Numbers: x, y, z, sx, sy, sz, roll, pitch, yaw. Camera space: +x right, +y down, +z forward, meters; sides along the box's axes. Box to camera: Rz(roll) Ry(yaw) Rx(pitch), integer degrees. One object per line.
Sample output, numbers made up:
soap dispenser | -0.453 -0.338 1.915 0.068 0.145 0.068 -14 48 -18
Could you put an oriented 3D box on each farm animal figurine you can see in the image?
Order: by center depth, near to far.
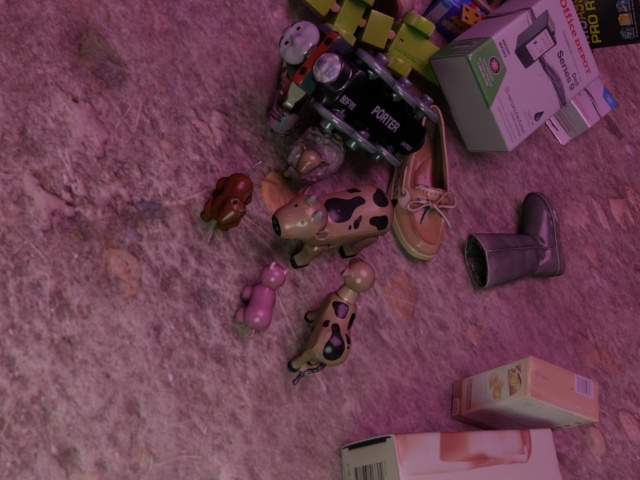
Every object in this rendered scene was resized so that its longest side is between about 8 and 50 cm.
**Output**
farm animal figurine | 0.000 0.000 1.199 0.327 0.172 0.330 -33 88 -38

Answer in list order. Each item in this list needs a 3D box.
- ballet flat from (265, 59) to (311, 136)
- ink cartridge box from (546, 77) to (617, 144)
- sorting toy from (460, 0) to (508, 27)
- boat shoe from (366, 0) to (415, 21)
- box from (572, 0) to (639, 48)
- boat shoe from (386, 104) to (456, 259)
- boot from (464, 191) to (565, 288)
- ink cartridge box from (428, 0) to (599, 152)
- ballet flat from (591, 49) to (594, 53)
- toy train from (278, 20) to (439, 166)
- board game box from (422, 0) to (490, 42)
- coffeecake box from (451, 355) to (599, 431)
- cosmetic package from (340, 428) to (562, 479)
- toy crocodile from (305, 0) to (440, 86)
ballet flat | -0.035 -0.275 1.363 0.077 0.079 0.221 27 56 -15
ink cartridge box | 0.567 -0.295 1.754 0.180 0.060 0.104 -36 90 -37
sorting toy | 0.376 -0.510 1.645 0.132 0.046 0.274 41 54 -9
boat shoe | 0.080 -0.565 1.554 0.302 0.109 0.098 56 46 -4
box | 0.516 -0.512 1.573 0.060 0.216 0.270 -51 131 -41
boat shoe | 0.180 -0.106 1.411 0.105 0.089 0.285 9 64 -29
boot | 0.355 -0.004 1.494 0.209 0.076 0.189 -3 68 -25
ink cartridge box | 0.378 -0.334 1.534 0.289 0.122 0.211 -39 114 -22
ballet flat | 0.587 -0.467 1.808 0.124 0.116 0.342 45 61 -47
toy train | 0.058 -0.236 1.281 0.190 0.142 0.334 46 12 30
board game box | 0.390 -0.524 1.739 0.233 0.078 0.347 40 54 -10
coffeecake box | 0.323 0.256 1.273 0.142 0.185 0.068 22 59 -22
cosmetic package | 0.196 0.351 1.174 0.296 0.153 0.129 7 66 -30
toy crocodile | 0.103 -0.393 1.495 0.341 0.105 0.115 22 98 -24
